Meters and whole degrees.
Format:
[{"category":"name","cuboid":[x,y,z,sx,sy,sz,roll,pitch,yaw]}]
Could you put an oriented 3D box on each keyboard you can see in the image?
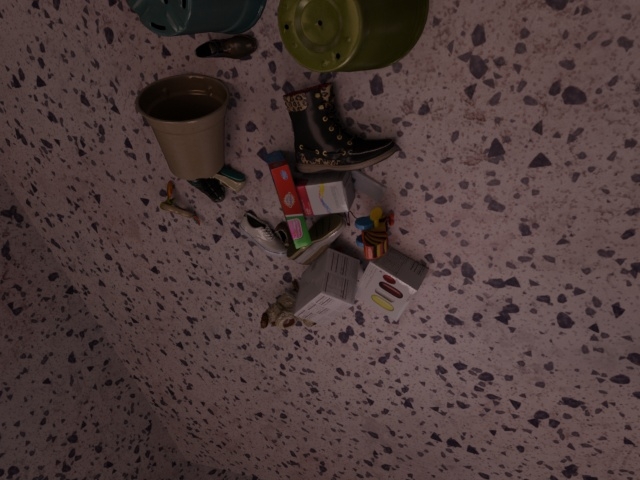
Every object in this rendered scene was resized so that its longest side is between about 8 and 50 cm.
[{"category":"keyboard","cuboid":[0.121,-0.232,1.747,0.256,0.014,0.072,33,136,8]}]

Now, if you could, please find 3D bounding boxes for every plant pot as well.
[{"category":"plant pot","cuboid":[-0.395,-0.791,1.470,0.340,0.334,0.341,16,127,22]},{"category":"plant pot","cuboid":[0.068,-0.619,1.296,0.366,0.353,0.367,15,126,22]},{"category":"plant pot","cuboid":[-0.495,-0.414,1.818,0.333,0.334,0.306,21,140,17]}]

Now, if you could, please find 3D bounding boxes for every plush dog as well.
[{"category":"plush dog","cuboid":[-0.162,0.318,2.164,0.225,0.262,0.211,-33,67,31]}]

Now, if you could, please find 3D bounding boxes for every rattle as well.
[{"category":"rattle","cuboid":[-0.633,-0.169,2.221,0.199,0.143,0.130,18,161,1]}]

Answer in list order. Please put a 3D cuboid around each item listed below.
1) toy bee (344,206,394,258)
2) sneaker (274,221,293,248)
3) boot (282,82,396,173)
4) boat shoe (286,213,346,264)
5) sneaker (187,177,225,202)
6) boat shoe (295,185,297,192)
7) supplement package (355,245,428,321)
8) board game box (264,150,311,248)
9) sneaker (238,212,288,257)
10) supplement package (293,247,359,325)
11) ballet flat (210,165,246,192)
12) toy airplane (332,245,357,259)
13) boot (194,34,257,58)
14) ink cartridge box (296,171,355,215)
[{"category":"toy bee","cuboid":[0.199,-0.053,1.712,0.162,0.298,0.195,-11,143,-6]},{"category":"sneaker","cuboid":[-0.131,0.013,2.016,0.066,0.071,0.188,-28,103,40]},{"category":"boot","cuboid":[0.052,-0.384,1.609,0.377,0.138,0.284,-1,117,32]},{"category":"boat shoe","cuboid":[0.000,0.000,1.917,0.103,0.113,0.302,34,130,-30]},{"category":"sneaker","cuboid":[-0.514,-0.268,2.060,0.267,0.101,0.106,49,151,-4]},{"category":"boat shoe","cuboid":[-0.033,-0.186,1.846,0.136,0.043,0.049,19,126,17]},{"category":"supplement package","cuboid":[0.267,0.160,1.825,0.203,0.149,0.194,31,131,11]},{"category":"board game box","cuboid":[-0.123,-0.159,1.797,0.064,0.242,0.317,-18,114,-4]},{"category":"sneaker","cuboid":[-0.242,-0.023,2.042,0.258,0.094,0.091,33,135,9]},{"category":"supplement package","cuboid":[0.024,0.189,1.899,0.145,0.204,0.262,22,145,-17]},{"category":"ballet flat","cuboid":[-0.426,-0.279,1.992,0.248,0.086,0.086,31,131,10]},{"category":"toy airplane","cuboid":[0.094,0.082,1.956,0.151,0.028,0.151,22,135,24]},{"category":"boot","cuboid":[-0.334,-0.667,1.664,0.219,0.106,0.082,6,122,28]},{"category":"ink cartridge box","cuboid":[0.024,-0.178,1.726,0.176,0.128,0.128,-4,121,21]}]
